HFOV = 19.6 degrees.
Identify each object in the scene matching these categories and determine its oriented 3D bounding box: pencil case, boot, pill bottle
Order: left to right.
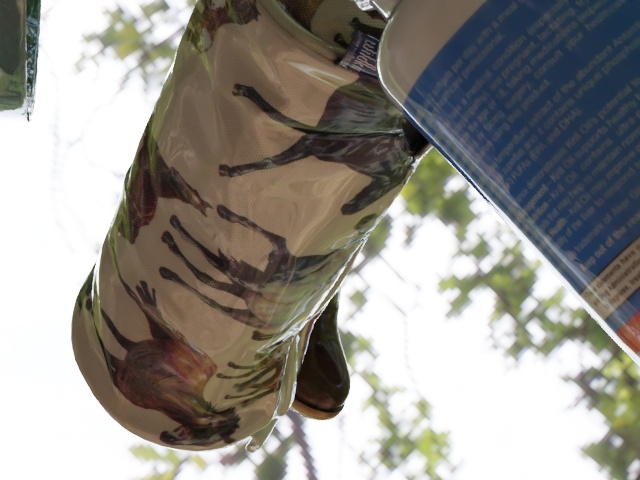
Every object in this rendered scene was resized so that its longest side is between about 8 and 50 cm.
[{"bbox_3d":[-0.030,-0.030,1.173,0.183,0.160,0.410,39,-45,10],"label":"pencil case"},{"bbox_3d":[0.000,0.000,1.505,0.207,0.090,0.248,-41,-113,39],"label":"boot"},{"bbox_3d":[0.100,-0.066,0.723,0.221,0.124,0.124,47,-35,9],"label":"pill bottle"}]

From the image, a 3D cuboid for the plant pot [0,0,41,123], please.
[{"bbox_3d":[-0.211,-0.197,0.764,0.196,0.293,0.293,2,-42,-7],"label":"plant pot"}]
